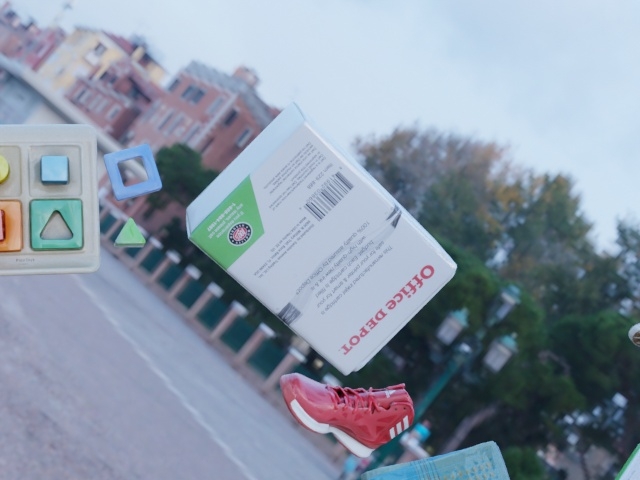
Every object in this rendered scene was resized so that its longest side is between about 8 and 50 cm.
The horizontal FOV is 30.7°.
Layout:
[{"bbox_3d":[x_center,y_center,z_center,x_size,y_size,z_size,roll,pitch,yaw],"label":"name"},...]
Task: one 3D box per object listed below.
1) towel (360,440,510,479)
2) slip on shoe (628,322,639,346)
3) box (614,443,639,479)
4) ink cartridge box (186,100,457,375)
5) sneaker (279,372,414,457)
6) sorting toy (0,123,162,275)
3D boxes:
[{"bbox_3d":[0.228,0.518,1.832,0.040,0.271,0.370,-48,-125,53],"label":"towel"},{"bbox_3d":[0.524,0.133,1.808,0.135,0.051,0.041,-2,50,-31],"label":"slip on shoe"},{"bbox_3d":[0.555,0.434,1.794,0.231,0.262,0.127,36,-41,17],"label":"box"},{"bbox_3d":[0.000,0.000,1.509,0.289,0.211,0.121,44,6,-20],"label":"ink cartridge box"},{"bbox_3d":[0.048,0.218,1.631,0.221,0.128,0.087,37,26,-45],"label":"sneaker"},{"bbox_3d":[-0.370,-0.054,1.454,0.347,0.196,0.047,-2,-9,-13],"label":"sorting toy"}]
